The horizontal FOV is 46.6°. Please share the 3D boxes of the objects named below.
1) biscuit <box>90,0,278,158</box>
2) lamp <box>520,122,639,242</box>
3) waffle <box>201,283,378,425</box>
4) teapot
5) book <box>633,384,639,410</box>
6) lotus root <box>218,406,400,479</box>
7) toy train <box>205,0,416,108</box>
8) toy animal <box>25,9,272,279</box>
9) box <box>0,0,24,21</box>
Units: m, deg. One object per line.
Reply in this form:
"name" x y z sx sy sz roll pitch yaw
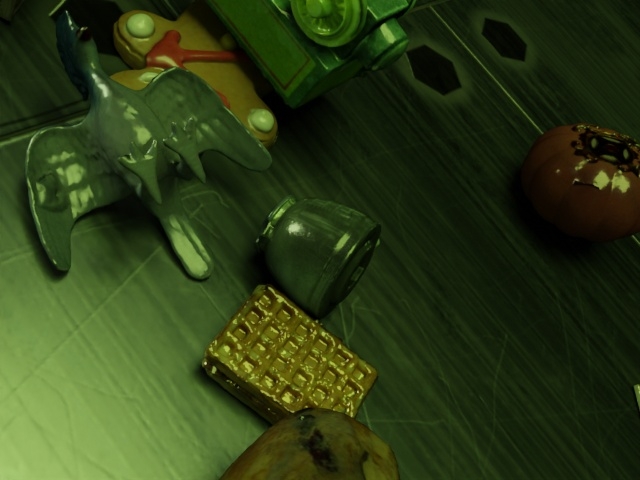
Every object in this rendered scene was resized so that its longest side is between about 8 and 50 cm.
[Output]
"biscuit" -0.123 -0.192 0.831 0.216 0.047 0.340 40 48 1
"lamp" 0.351 -0.071 0.976 0.181 0.140 0.182 9 42 -8
"waffle" -0.026 0.119 0.677 0.148 0.042 0.102 39 50 -2
"teapot" 0.001 -0.005 0.737 0.108 0.111 0.149 33 52 12
"book" 0.437 0.259 0.876 0.118 0.012 0.172 14 54 -22
"lotus root" -0.024 0.254 0.499 0.193 0.193 0.291 36 48 -5
"toy train" -0.022 -0.282 0.799 0.272 0.188 0.159 52 46 0
"toy animal" -0.165 -0.087 0.688 0.239 0.176 0.256 -27 119 -24
"box" -0.375 -0.403 0.704 0.297 0.225 0.191 28 50 -13
